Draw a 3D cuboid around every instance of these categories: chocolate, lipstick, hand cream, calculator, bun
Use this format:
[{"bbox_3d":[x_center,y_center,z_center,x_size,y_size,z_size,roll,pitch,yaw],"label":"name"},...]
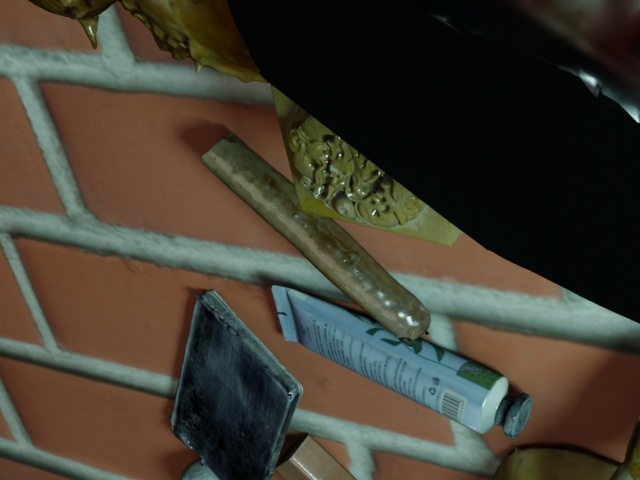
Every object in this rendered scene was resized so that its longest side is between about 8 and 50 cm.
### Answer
[{"bbox_3d":[0.193,-0.161,0.754,0.384,0.331,0.383,29,171,5],"label":"chocolate"},{"bbox_3d":[0.020,0.280,1.515,0.145,0.045,0.045,45,141,-4],"label":"lipstick"},{"bbox_3d":[0.071,0.115,1.319,0.271,0.058,0.091,22,149,26],"label":"hand cream"},{"bbox_3d":[-0.098,0.183,1.504,0.161,0.021,0.261,45,144,21],"label":"calculator"},{"bbox_3d":[-0.127,0.288,1.635,0.083,0.045,0.083,24,140,22],"label":"bun"}]

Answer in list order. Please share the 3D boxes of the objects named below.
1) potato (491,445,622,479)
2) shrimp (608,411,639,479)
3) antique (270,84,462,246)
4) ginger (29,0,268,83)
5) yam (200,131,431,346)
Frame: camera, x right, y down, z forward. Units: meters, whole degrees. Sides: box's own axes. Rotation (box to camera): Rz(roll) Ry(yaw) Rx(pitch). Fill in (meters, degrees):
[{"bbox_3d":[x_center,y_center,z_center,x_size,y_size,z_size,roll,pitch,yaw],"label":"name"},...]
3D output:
[{"bbox_3d":[0.276,0.330,1.316,0.299,0.116,0.239,31,144,13],"label":"potato"},{"bbox_3d":[0.330,0.186,1.149,0.169,0.058,0.296,13,117,-6],"label":"shrimp"},{"bbox_3d":[0.055,-0.095,1.064,0.147,0.148,0.151,14,136,31],"label":"antique"},{"bbox_3d":[-0.124,-0.227,1.032,0.418,0.176,0.254,40,137,27],"label":"ginger"},{"bbox_3d":[0.000,0.000,1.271,0.264,0.046,0.046,41,140,-2],"label":"yam"}]
